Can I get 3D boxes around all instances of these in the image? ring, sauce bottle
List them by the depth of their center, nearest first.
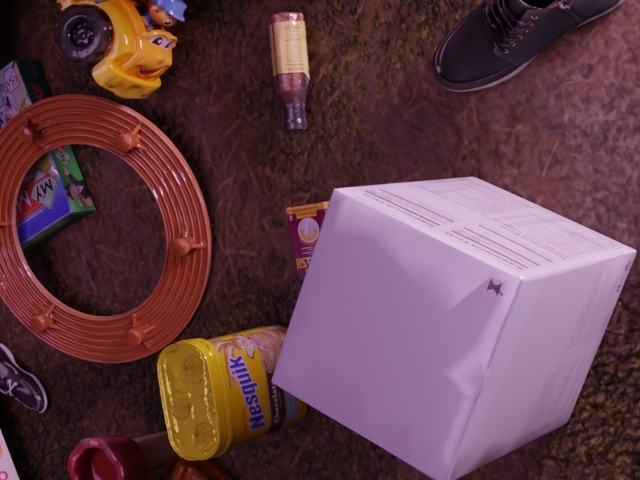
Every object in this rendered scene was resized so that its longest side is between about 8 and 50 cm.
[{"bbox_3d":[-0.033,-0.185,1.445,0.042,0.042,0.128,-1,96,34],"label":"sauce bottle"},{"bbox_3d":[-0.286,-0.009,1.595,0.336,0.032,0.336,7,107,22],"label":"ring"}]

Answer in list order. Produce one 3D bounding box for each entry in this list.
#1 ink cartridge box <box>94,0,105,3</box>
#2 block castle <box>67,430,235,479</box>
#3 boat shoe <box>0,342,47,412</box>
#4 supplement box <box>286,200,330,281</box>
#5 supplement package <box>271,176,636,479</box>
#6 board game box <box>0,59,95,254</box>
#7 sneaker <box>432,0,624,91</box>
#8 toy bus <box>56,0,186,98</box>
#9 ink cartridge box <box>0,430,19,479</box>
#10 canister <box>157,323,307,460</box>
[{"bbox_3d":[-0.093,-0.405,1.365,0.304,0.072,0.307,-11,71,23],"label":"ink cartridge box"},{"bbox_3d":[-0.131,0.445,1.473,0.453,0.213,0.303,34,112,26],"label":"block castle"},{"bbox_3d":[-0.409,0.183,1.736,0.125,0.038,0.046,46,117,22],"label":"boat shoe"},{"bbox_3d":[0.000,0.000,1.440,0.055,0.043,0.083,-9,90,33],"label":"supplement box"},{"bbox_3d":[0.129,0.069,1.228,0.198,0.263,0.199,27,109,28],"label":"supplement package"},{"bbox_3d":[-0.448,-0.070,1.733,0.317,0.046,0.213,-29,78,32],"label":"board game box"},{"bbox_3d":[0.177,-0.214,1.254,0.222,0.118,0.083,-31,78,32],"label":"sneaker"},{"bbox_3d":[-0.205,-0.302,1.502,0.211,0.149,0.220,-31,78,15],"label":"toy bus"},{"bbox_3d":[-0.537,0.266,1.737,0.168,0.171,0.232,-31,79,44],"label":"ink cartridge box"},{"bbox_3d":[-0.092,0.160,1.442,0.073,0.170,0.126,-10,90,34],"label":"canister"}]
